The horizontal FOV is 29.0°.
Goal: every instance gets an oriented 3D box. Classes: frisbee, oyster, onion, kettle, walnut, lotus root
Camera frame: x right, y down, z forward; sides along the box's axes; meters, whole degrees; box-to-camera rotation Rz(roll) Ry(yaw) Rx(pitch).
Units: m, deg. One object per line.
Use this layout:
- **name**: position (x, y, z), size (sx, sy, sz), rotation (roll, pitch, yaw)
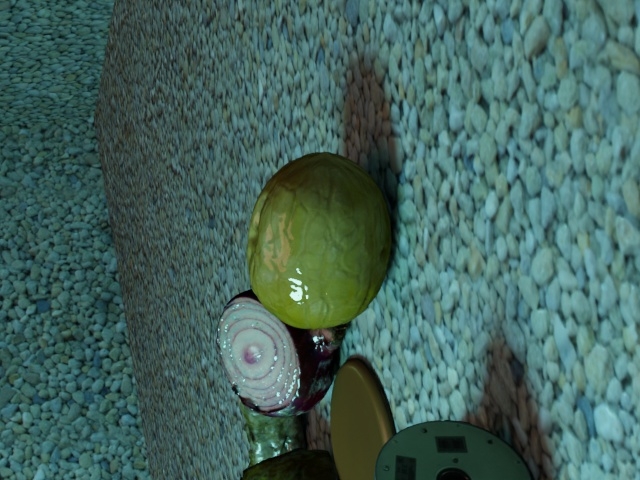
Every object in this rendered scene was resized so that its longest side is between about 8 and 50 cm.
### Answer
- **frisbee**: position (0.058, 0.288, 1.718), size (0.251, 0.021, 0.250), rotation (175, 90, -73)
- **oyster**: position (-0.094, 0.352, 2.080), size (0.204, 0.111, 0.396), rotation (-119, 25, -57)
- **onion**: position (-0.033, 0.150, 1.792), size (0.218, 0.140, 0.195), rotation (-24, 76, 35)
- **kettle**: position (0.122, 0.310, 1.323), size (0.210, 0.160, 0.243), rotation (-85, 3, -50)
- **walnut**: position (0.000, 0.000, 1.552), size (0.193, 0.193, 0.225), rotation (-146, 62, -67)
- **lotus root**: position (-0.036, 0.472, 1.810), size (0.142, 0.210, 0.314), rotation (46, -159, -80)
